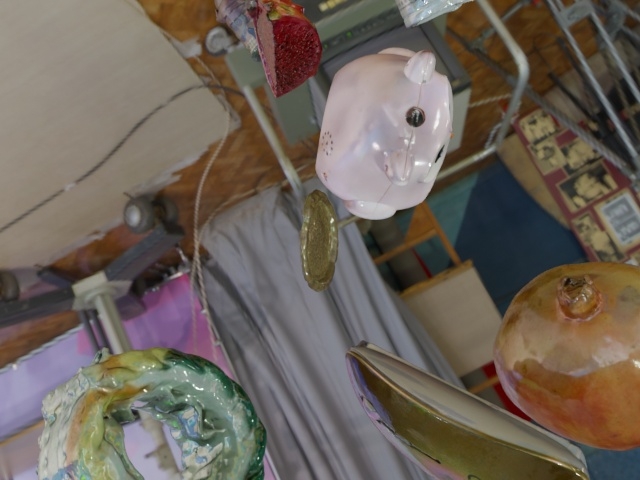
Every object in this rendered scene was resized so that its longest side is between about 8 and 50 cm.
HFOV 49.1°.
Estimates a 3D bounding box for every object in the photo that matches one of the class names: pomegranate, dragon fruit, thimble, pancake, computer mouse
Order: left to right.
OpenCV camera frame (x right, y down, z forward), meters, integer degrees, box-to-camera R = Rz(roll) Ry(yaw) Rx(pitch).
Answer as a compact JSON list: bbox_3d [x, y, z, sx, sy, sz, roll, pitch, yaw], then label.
[{"bbox_3d":[-0.219,0.269,0.907,0.288,0.254,0.167,41,130,-22],"label":"thimble"},{"bbox_3d":[-0.080,-0.470,1.564,0.126,0.161,0.274,-23,154,-12],"label":"dragon fruit"},{"bbox_3d":[-0.002,0.000,1.293,0.021,0.199,0.199,-1,168,18],"label":"pancake"},{"bbox_3d":[0.149,0.222,0.799,0.072,0.310,0.158,-46,143,-29],"label":"computer mouse"},{"bbox_3d":[0.349,0.134,0.895,0.252,0.229,0.270,0,146,41],"label":"pomegranate"}]

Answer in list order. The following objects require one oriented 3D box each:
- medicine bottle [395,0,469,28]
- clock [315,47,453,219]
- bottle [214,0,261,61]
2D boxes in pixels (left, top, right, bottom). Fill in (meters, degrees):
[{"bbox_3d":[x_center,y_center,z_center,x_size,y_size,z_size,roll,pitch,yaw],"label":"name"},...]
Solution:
[{"bbox_3d":[0.229,-0.693,1.653,0.190,0.332,0.190,-24,-171,4],"label":"medicine bottle"},{"bbox_3d":[0.126,-0.230,1.449,0.250,0.368,0.376,12,179,-6],"label":"clock"},{"bbox_3d":[-0.217,-0.646,1.988,0.156,0.271,0.143,-38,-179,15],"label":"bottle"}]
